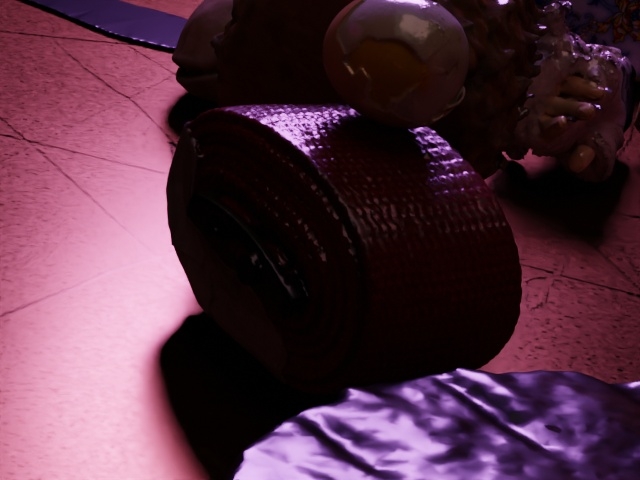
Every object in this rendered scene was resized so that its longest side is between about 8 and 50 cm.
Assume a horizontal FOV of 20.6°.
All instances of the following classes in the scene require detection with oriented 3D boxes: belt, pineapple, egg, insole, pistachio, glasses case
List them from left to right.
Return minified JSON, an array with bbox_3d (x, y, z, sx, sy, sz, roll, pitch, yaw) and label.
[{"bbox_3d":[-0.174,-0.181,1.386,0.232,0.003,0.080,20,26,19],"label":"insole"},{"bbox_3d":[-0.035,-0.154,1.269,0.126,0.108,0.185,3,24,32],"label":"pistachio"},{"bbox_3d":[0.000,0.000,0.929,0.124,0.128,0.201,-7,31,-35],"label":"belt"},{"bbox_3d":[0.037,-0.095,0.912,0.083,0.071,0.071,24,28,35],"label":"egg"},{"bbox_3d":[0.071,-0.165,1.164,0.202,0.202,0.362,17,39,13],"label":"pineapple"},{"bbox_3d":[0.187,-0.197,1.464,0.248,0.087,0.065,16,30,12],"label":"glasses case"}]

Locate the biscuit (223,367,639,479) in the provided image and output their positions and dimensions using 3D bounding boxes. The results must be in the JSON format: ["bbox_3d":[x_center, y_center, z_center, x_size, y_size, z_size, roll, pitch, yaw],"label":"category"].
[{"bbox_3d":[0.148,0.172,0.664,0.407,0.091,0.407,9,22,-4],"label":"biscuit"}]

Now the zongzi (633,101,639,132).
[{"bbox_3d":[0.294,-0.112,1.230,0.099,0.194,0.197,34,31,1],"label":"zongzi"}]

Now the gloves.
[{"bbox_3d":[0.176,-0.100,1.250,0.094,0.110,0.144,14,-5,25],"label":"gloves"}]
